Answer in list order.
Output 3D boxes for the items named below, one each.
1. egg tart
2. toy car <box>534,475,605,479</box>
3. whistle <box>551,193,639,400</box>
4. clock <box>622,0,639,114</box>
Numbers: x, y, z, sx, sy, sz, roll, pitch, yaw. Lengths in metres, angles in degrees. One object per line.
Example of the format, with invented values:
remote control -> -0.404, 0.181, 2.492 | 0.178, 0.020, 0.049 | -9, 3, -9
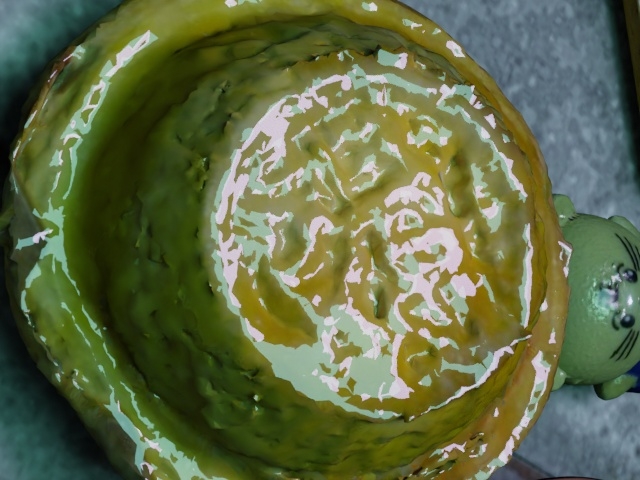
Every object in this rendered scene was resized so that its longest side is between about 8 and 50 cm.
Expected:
egg tart -> 0.000, 0.000, 0.775 | 0.288, 0.118, 0.288 | 3, 82, -22
toy car -> 0.137, 0.235, 0.829 | 0.270, 0.212, 0.181 | -10, 103, -39
whistle -> 0.171, 0.040, 0.962 | 0.227, 0.085, 0.105 | 14, 78, -50
clock -> 0.256, -0.128, 1.006 | 0.096, 0.143, 0.202 | -15, 97, -46
